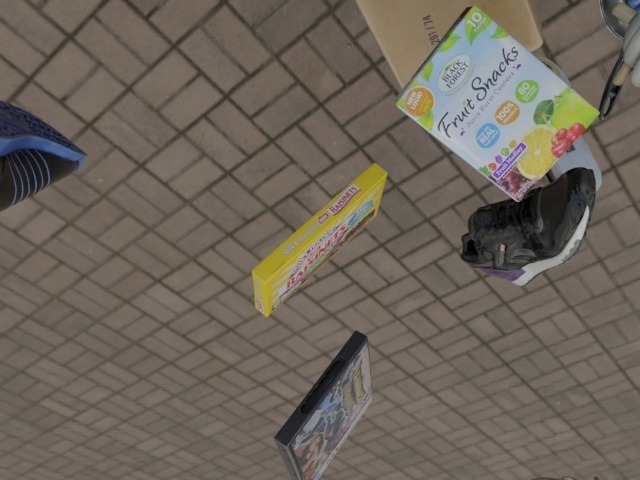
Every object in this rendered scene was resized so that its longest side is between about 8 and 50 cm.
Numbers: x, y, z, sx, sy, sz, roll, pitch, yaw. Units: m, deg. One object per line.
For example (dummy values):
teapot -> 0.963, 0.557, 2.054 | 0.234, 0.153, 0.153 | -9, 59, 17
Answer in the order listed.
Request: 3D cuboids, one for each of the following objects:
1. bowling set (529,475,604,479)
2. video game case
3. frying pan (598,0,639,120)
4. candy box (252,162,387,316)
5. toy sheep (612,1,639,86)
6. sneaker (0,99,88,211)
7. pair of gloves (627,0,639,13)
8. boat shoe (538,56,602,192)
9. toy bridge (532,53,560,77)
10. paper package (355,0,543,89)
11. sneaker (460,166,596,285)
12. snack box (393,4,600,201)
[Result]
bowling set -> 0.385, 0.478, 0.785 | 0.154, 0.287, 0.200 | 0, 109, 6
video game case -> 0.019, 0.339, 1.113 | 0.035, 0.248, 0.275 | 27, 148, 26
frying pan -> 0.575, -0.412, 1.072 | 0.197, 0.053, 0.326 | 33, 97, -15
candy box -> 0.000, 0.000, 0.695 | 0.027, 0.206, 0.105 | 40, 157, 19
toy sheep -> 0.294, -0.154, 0.474 | 0.132, 0.091, 0.091 | 42, 134, 20
sneaker -> -0.284, -0.066, 0.501 | 0.081, 0.232, 0.090 | 37, 94, -4
pair of gloves -> 0.518, -0.362, 0.792 | 0.198, 0.023, 0.159 | 10, 127, -32
boat shoe -> 0.354, -0.163, 0.878 | 0.080, 0.229, 0.076 | -22, 170, -3
toy bridge -> 0.238, -0.179, 0.656 | 0.063, 0.188, 0.026 | -4, 128, 11
paper package -> 0.254, -0.489, 1.175 | 0.309, 0.168, 0.325 | -23, 119, 24
sneaker -> 0.280, -0.015, 0.828 | 0.124, 0.107, 0.283 | 15, 154, 1
snack box -> 0.149, -0.114, 0.496 | 0.141, 0.037, 0.100 | 36, 105, -9
